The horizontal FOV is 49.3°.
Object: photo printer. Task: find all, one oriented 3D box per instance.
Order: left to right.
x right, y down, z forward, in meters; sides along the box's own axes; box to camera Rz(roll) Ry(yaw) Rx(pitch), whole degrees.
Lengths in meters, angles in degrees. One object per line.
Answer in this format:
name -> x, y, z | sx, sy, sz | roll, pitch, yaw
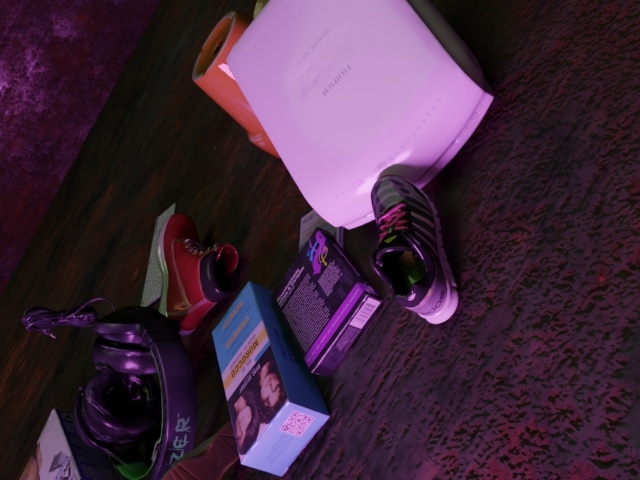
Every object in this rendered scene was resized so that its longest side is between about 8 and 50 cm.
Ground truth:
photo printer -> 0.041, -0.187, 0.833 | 0.256, 0.107, 0.308 | -42, 63, 26

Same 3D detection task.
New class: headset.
headset -> -0.325, 0.207, 1.072 | 0.394, 0.185, 0.244 | 39, 117, 47

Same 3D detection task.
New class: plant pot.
plant pot -> -0.097, -0.268, 1.138 | 0.205, 0.187, 0.205 | -38, 37, 37

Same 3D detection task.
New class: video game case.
video game case -> 0.000, 0.000, 0.941 | 0.087, 0.011, 0.122 | -35, 39, 39

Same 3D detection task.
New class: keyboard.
keyboard -> -0.338, 0.030, 1.458 | 0.072, 0.014, 0.256 | -40, 36, 35

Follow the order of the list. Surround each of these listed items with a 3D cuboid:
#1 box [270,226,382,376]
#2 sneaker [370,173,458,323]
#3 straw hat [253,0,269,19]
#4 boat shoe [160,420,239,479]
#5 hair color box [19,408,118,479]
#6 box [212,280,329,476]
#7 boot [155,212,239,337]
box -> 0.002, 0.070, 0.848 | 0.116, 0.029, 0.162 | -56, 36, 15
sneaker -> 0.083, 0.000, 0.699 | 0.063, 0.074, 0.171 | -32, 60, 30
straw hat -> -0.078, -0.447, 1.391 | 0.144, 0.061, 0.145 | -18, 68, 55
boat shoe -> -0.149, 0.280, 0.849 | 0.153, 0.056, 0.048 | -42, 1, -44
hair color box -> -0.408, 0.429, 1.143 | 0.338, 0.110, 0.185 | 15, 80, 62
box -> -0.070, 0.162, 0.867 | 0.101, 0.060, 0.244 | -54, 30, 15
boot -> -0.199, 0.020, 1.175 | 0.176, 0.088, 0.244 | -42, 43, 32
